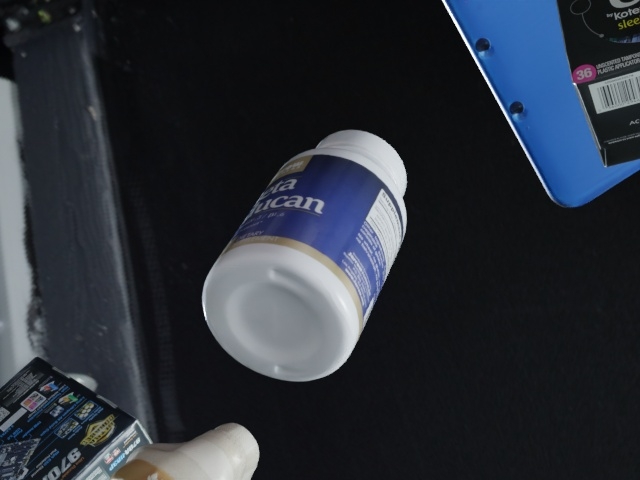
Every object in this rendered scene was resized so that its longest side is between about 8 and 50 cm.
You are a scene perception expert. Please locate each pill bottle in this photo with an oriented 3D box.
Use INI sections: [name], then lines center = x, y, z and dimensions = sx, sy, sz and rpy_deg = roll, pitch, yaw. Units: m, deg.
[pill bottle]
center = 0.000, 0.000, 0.636
dimensions = 0.094, 0.094, 0.169
rpy_deg = 8, -144, 16

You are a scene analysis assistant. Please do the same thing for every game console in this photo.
[game console]
center = 0.252, -0.226, 0.938
dimensions = 0.173, 0.293, 0.250
rpy_deg = -19, -153, 31

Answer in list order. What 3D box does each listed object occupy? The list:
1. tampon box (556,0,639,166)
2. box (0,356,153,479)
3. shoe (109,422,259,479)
[tampon box]
center = 0.233, -0.155, 0.712
dimensions = 0.120, 0.101, 0.161
rpy_deg = -15, -125, 19
[box]
center = -0.294, 0.225, 0.966
dimensions = 0.175, 0.051, 0.220
rpy_deg = 20, -127, 39
[shoe]
center = -0.080, 0.157, 0.509
dimensions = 0.076, 0.219, 0.058
rpy_deg = 38, -130, 7
